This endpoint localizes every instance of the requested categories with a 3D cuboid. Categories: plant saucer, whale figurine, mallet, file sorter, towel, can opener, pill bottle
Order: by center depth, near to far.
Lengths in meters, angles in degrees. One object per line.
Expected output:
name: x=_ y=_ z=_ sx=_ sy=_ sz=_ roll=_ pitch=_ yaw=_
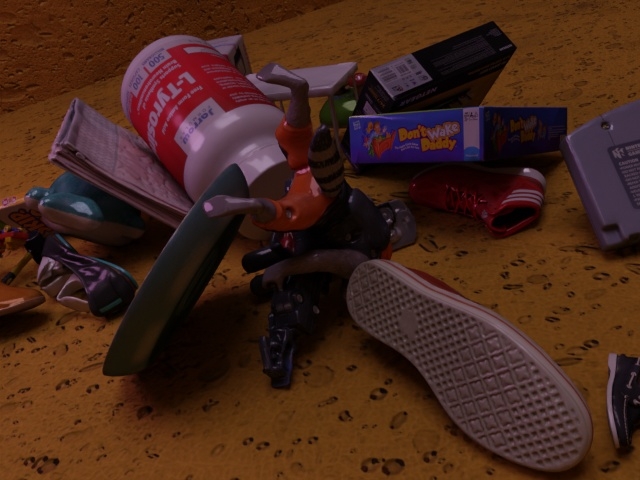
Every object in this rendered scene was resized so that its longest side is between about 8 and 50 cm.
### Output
plant saucer: x=-0.174 y=0.046 z=0.833 sx=0.044 sy=0.317 sz=0.317 roll=31 pitch=35 yaw=-3
can opener: x=0.017 y=0.012 z=1.004 sx=0.284 sy=0.076 sz=0.095 roll=-20 pitch=-3 yaw=-10
whale figurine: x=-0.417 y=-0.070 z=1.147 sx=0.216 sy=0.141 sz=0.272 roll=17 pitch=-3 yaw=-8
pill bottle: x=-0.185 y=-0.190 z=1.175 sx=0.229 sy=0.229 sz=0.407 roll=-27 pitch=54 yaw=-24
mallet: x=-0.564 y=0.066 z=1.184 sx=0.039 sy=0.062 sz=0.189 roll=-4 pitch=44 yaw=21
towel: x=-0.347 y=-0.141 z=1.222 sx=0.053 sy=0.317 sz=0.332 roll=-53 pitch=28 yaw=12
file sorter: x=-0.060 y=-0.280 z=1.433 sx=0.278 sy=0.173 sz=0.193 roll=-1 pitch=30 yaw=22

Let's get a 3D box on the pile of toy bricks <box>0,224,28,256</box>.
pile of toy bricks: x=-0.646 y=0.032 z=1.175 sx=0.212 sy=0.105 sz=0.118 roll=-9 pitch=-13 yaw=30

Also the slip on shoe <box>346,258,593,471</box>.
slip on shoe: x=0.158 y=0.116 z=0.691 sx=0.101 sy=0.123 sz=0.331 roll=7 pitch=19 yaw=-37

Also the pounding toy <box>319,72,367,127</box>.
pounding toy: x=0.084 y=-0.382 z=1.624 sx=0.183 sy=0.110 sz=0.237 roll=-3 pitch=30 yaw=19

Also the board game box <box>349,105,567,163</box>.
board game box: x=0.245 y=-0.181 z=1.082 sx=0.233 sy=0.078 sz=0.347 roll=5 pitch=12 yaw=39

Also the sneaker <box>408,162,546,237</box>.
sneaker: x=0.240 y=-0.067 z=1.008 sx=0.221 sy=0.087 sz=0.128 roll=-3 pitch=29 yaw=22

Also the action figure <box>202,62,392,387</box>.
action figure: x=0.000 y=0.000 z=0.794 sx=0.179 sy=0.330 sz=0.341 roll=-10 pitch=58 yaw=26

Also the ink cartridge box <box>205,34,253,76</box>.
ink cartridge box: x=-0.260 y=-0.393 z=1.674 sx=0.131 sy=0.226 sz=0.306 roll=-8 pitch=29 yaw=10

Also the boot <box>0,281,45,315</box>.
boot: x=-0.604 y=0.036 z=1.050 sx=0.295 sy=0.211 sz=0.104 roll=-10 pitch=-2 yaw=13

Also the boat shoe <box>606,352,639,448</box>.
boat shoe: x=0.302 y=0.154 z=0.622 sx=0.038 sy=0.046 sz=0.125 roll=-4 pitch=21 yaw=27

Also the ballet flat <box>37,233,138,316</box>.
ballet flat: x=-0.418 y=0.058 z=1.071 sx=0.280 sy=0.095 sz=0.096 roll=17 pitch=55 yaw=44

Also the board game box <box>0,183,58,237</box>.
board game box: x=-0.551 y=-0.061 z=1.308 sx=0.260 sy=0.124 sz=0.039 roll=-15 pitch=56 yaw=-4

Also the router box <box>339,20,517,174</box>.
router box: x=0.204 y=-0.276 z=1.251 sx=0.309 sy=0.243 sz=0.081 roll=-27 pitch=72 yaw=-23

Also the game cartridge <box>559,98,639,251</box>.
game cartridge: x=0.502 y=-0.111 z=0.888 sx=0.297 sy=0.062 sz=0.198 roll=-14 pitch=66 yaw=-1
